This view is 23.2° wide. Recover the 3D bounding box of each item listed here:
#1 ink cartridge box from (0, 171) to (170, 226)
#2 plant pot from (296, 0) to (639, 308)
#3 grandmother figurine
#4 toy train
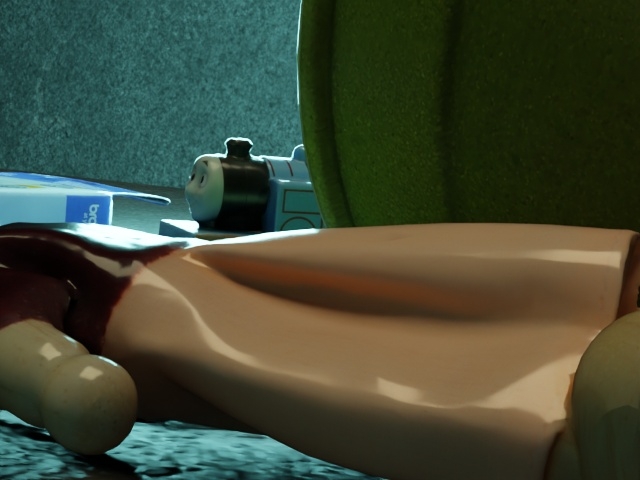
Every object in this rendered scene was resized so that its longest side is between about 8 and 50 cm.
[{"bbox_3d":[-0.280,-0.017,1.068,0.311,0.065,0.185,-3,8,-42],"label":"ink cartridge box"},{"bbox_3d":[0.241,-0.057,0.590,0.366,0.366,0.353,1,17,-41],"label":"plant pot"},{"bbox_3d":[-0.048,0.026,0.528,0.342,0.104,0.208,9,-3,21],"label":"grandmother figurine"},{"bbox_3d":[0.000,0.000,0.860,0.184,0.105,0.080,3,4,-22],"label":"toy train"}]
